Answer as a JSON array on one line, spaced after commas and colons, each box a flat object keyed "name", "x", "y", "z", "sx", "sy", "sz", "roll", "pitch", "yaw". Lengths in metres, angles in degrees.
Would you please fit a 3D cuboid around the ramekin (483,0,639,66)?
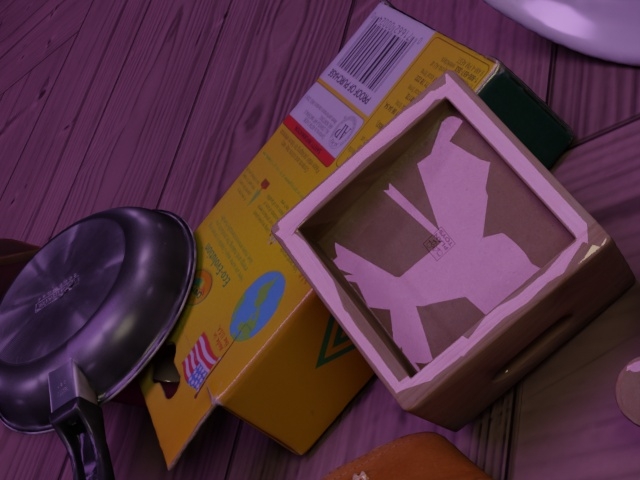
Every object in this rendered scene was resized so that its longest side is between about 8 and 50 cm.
[{"name": "ramekin", "x": 0.146, "y": -0.239, "z": 0.605, "sx": 0.135, "sy": 0.277, "sz": 0.277, "roll": -50, "pitch": 28, "yaw": -9}]

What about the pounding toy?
[{"name": "pounding toy", "x": 0.112, "y": 0.019, "z": 0.553, "sx": 0.181, "sy": 0.094, "sz": 0.206, "roll": -42, "pitch": 62, "yaw": 8}]

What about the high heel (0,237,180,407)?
[{"name": "high heel", "x": -0.210, "y": 0.122, "z": 0.959, "sx": 0.377, "sy": 0.127, "sz": 0.181, "roll": 21, "pitch": 116, "yaw": 51}]

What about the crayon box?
[{"name": "crayon box", "x": 0.000, "y": 0.000, "z": 0.748, "sx": 0.318, "sy": 0.081, "sz": 0.202, "roll": -50, "pitch": 29, "yaw": 7}]

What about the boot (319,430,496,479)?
[{"name": "boot", "x": 0.080, "y": 0.132, "z": 0.476, "sx": 0.295, "sy": 0.104, "sz": 0.211, "roll": -38, "pitch": 19, "yaw": 7}]

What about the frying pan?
[{"name": "frying pan", "x": -0.186, "y": 0.098, "z": 0.760, "sx": 0.197, "sy": 0.053, "sz": 0.326, "roll": -18, "pitch": 42, "yaw": 31}]
